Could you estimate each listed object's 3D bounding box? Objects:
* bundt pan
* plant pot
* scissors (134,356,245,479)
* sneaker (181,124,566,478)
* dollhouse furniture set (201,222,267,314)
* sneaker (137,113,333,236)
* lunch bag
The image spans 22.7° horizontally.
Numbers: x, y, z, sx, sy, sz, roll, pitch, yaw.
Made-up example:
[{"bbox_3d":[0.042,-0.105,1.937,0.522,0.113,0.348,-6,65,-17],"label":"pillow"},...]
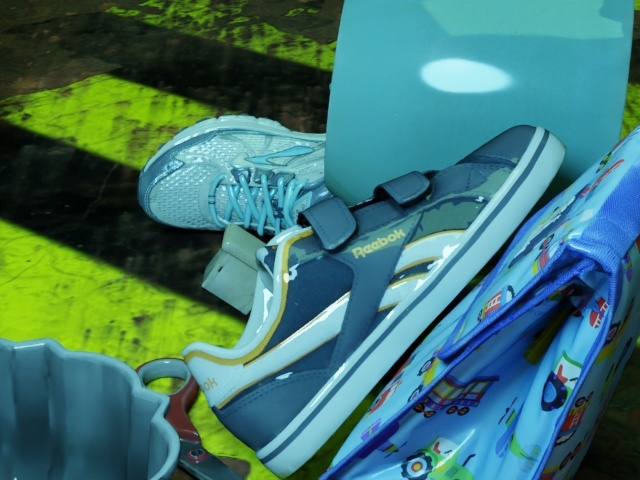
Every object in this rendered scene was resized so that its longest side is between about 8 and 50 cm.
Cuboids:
[{"bbox_3d":[-0.245,0.188,0.993,0.330,0.124,0.331,-3,25,2],"label":"bundt pan"},{"bbox_3d":[0.128,-0.120,1.373,0.235,0.293,0.293,8,26,3],"label":"plant pot"},{"bbox_3d":[-0.108,0.158,1.170,0.109,0.021,0.297,-10,26,-20],"label":"scissors"},{"bbox_3d":[0.037,0.012,1.148,0.321,0.127,0.126,-47,1,-10],"label":"sneaker"},{"bbox_3d":[0.000,0.000,1.302,0.161,0.101,0.182,33,22,-13],"label":"dollhouse furniture set"},{"bbox_3d":[-0.032,-0.052,1.509,0.283,0.110,0.122,-6,28,-5],"label":"sneaker"},{"bbox_3d":[0.154,0.051,1.015,0.138,0.293,0.221,36,35,8],"label":"lunch bag"}]
